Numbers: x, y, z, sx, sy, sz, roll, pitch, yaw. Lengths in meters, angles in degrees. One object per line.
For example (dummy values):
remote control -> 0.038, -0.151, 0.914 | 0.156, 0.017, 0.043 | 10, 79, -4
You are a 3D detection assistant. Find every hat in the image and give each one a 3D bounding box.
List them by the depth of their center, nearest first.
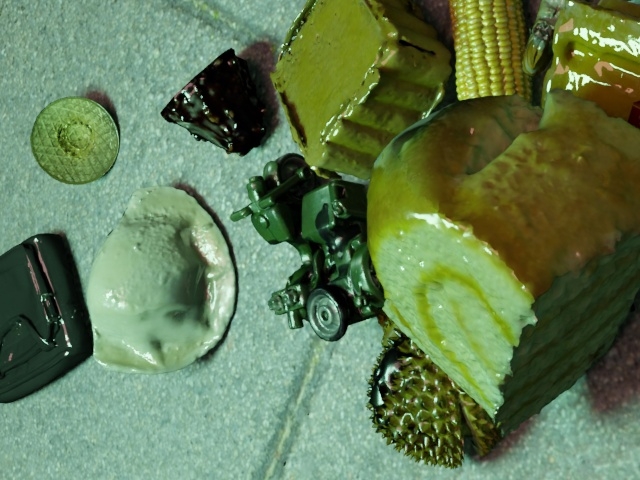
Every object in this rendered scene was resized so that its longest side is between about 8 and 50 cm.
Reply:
hat -> -0.402, -0.166, 1.988 | 0.146, 0.067, 0.146 | 0, 97, -2

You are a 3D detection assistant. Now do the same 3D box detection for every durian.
durian -> 0.123, 0.165, 1.490 | 0.237, 0.138, 0.193 | 43, 115, 33

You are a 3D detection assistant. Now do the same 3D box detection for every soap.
soap -> 0.372, -0.106, 1.280 | 0.281, 0.143, 0.259 | 29, 124, 35

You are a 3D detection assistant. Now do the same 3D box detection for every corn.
corn -> 0.204, -0.260, 1.457 | 0.093, 0.093, 0.244 | -9, 82, 39

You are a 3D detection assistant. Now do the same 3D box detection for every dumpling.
dumpling -> -0.236, 0.065, 1.793 | 0.227, 0.175, 0.243 | 11, 113, 10

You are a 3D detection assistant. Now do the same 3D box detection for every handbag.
handbag -> -0.515, 0.136, 2.062 | 0.275, 0.088, 0.244 | -28, 76, 35

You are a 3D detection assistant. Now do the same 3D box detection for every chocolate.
chocolate -> -0.139, -0.182, 1.739 | 0.156, 0.156, 0.133 | -39, 93, 33

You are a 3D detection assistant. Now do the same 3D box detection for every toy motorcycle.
toy motorcycle -> 0.000, 0.000, 1.589 | 0.205, 0.127, 0.275 | -23, 76, 49

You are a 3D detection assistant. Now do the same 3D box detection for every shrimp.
shrimp -> 0.267, -0.265, 1.364 | 0.049, 0.166, 0.161 | 26, 106, 10

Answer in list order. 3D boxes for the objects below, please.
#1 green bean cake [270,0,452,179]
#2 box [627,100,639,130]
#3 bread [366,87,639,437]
green bean cake -> 0.049, -0.216, 1.536 | 0.230, 0.131, 0.224 | -54, 41, 32
box -> 0.331, -0.095, 1.212 | 0.051, 0.023, 0.082 | 36, 128, 38
bread -> 0.188, 0.016, 1.276 | 0.264, 0.239, 0.395 | 44, 159, 20
